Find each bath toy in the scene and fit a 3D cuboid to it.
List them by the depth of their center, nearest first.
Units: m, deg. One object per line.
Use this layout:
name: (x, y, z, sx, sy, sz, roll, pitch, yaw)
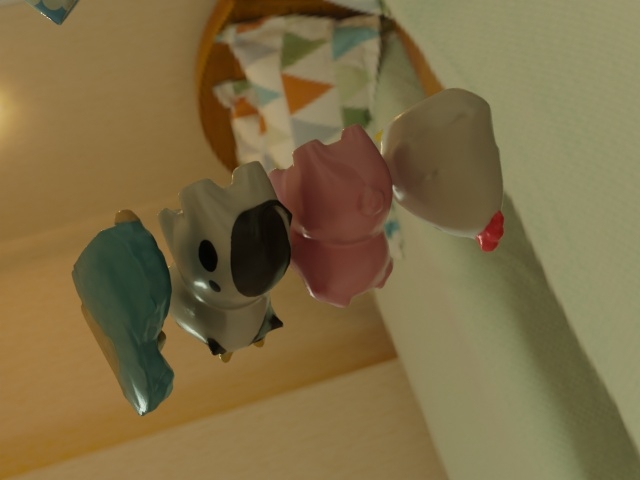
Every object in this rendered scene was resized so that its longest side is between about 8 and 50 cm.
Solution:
bath toy: (0.000, 0.000, 0.780, 0.129, 0.348, 0.151, 63, 154, 6)

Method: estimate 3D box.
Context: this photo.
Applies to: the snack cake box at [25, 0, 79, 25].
snack cake box: (-0.214, -0.290, 0.835, 0.152, 0.089, 0.264, 35, -153, -16)
